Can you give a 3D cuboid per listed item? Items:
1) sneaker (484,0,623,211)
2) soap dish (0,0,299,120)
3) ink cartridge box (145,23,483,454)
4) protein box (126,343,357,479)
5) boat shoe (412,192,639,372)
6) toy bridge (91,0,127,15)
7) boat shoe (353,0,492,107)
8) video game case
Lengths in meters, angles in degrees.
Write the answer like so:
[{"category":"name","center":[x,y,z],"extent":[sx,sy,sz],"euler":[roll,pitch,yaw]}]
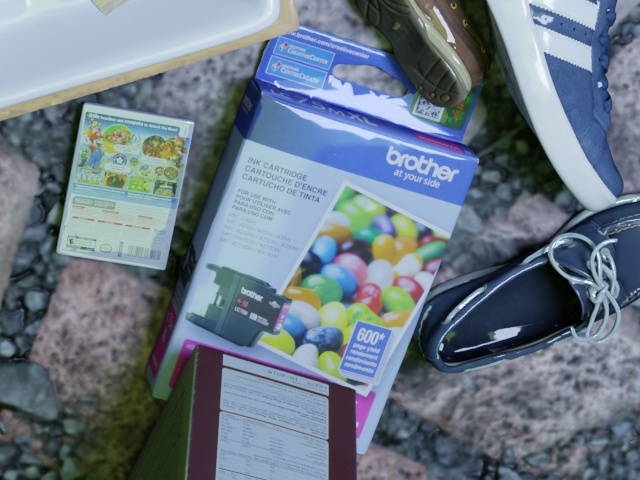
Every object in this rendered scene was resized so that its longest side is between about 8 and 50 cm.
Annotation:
[{"category":"sneaker","center":[0.191,-0.193,1.479],"extent":[0.148,0.131,0.350],"euler":[-22,109,2]},{"category":"soap dish","center":[-0.183,-0.221,1.414],"extent":[0.291,0.118,0.229],"euler":[-17,109,-5]},{"category":"ink cartridge box","center":[0.000,0.000,1.546],"extent":[0.186,0.065,0.311],"euler":[17,102,-15]},{"category":"protein box","center":[-0.069,0.229,1.495],"extent":[0.136,0.201,0.199],"euler":[17,130,-14]},{"category":"boat shoe","center":[0.195,0.036,1.579],"extent":[0.255,0.079,0.095],"euler":[-19,109,-3]},{"category":"toy bridge","center":[-0.079,-0.218,1.356],"extent":[0.188,0.026,0.063],"euler":[-40,112,3]},{"category":"boat shoe","center":[0.069,-0.188,1.505],"extent":[0.060,0.064,0.178],"euler":[-41,105,-31]},{"category":"video game case","center":[-0.152,-0.042,1.531],"extent":[0.087,0.011,0.122],"euler":[9,105,-12]}]
